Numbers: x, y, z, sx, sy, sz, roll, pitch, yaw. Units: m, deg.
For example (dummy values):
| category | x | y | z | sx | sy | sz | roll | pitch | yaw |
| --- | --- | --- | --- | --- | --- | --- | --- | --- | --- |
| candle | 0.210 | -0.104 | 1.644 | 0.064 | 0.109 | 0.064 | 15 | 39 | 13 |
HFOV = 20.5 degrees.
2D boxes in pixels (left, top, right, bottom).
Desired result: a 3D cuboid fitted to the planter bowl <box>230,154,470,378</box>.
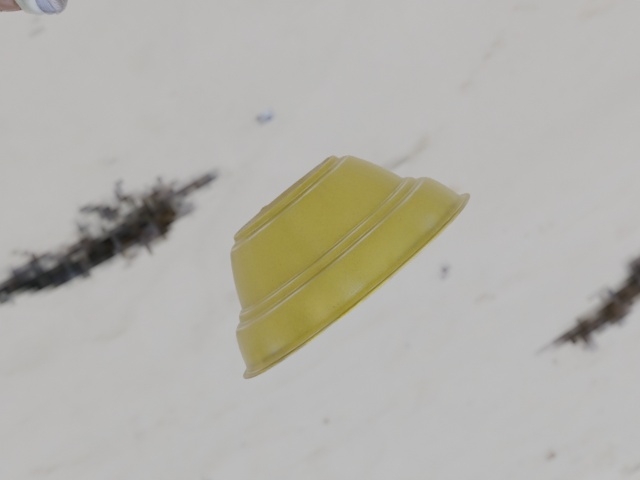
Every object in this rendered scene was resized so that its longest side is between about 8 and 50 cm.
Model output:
| category | x | y | z | sx | sy | sz | roll | pitch | yaw |
| --- | --- | --- | --- | --- | --- | --- | --- | --- | --- |
| planter bowl | 0.000 | 0.000 | 1.311 | 0.217 | 0.090 | 0.217 | -38 | -176 | 3 |

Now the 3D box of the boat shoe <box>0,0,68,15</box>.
| category | x | y | z | sx | sy | sz | roll | pitch | yaw |
| --- | --- | --- | --- | --- | --- | --- | --- | --- | --- |
| boat shoe | -0.271 | -0.284 | 1.268 | 0.116 | 0.123 | 0.324 | -1 | 139 | 11 |
